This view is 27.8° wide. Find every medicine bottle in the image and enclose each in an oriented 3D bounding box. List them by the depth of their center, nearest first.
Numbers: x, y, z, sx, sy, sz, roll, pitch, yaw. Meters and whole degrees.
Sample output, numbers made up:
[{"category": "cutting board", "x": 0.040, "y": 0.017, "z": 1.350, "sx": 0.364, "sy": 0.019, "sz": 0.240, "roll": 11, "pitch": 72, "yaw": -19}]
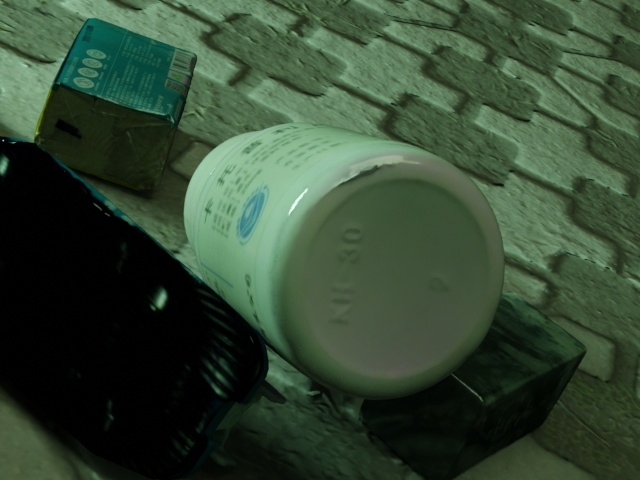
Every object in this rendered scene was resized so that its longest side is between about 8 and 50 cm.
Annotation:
[{"category": "medicine bottle", "x": 0.000, "y": 0.000, "z": 0.944, "sx": 0.170, "sy": 0.170, "sz": 0.293, "roll": 13, "pitch": 5, "yaw": -21}]

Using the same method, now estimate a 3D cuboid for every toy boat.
[{"category": "toy boat", "x": -0.163, "y": 0.044, "z": 0.905, "sx": 0.299, "sy": 0.134, "sz": 0.092, "roll": 38, "pitch": 0, "yaw": 24}]

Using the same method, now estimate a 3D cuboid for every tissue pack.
[{"category": "tissue pack", "x": -0.186, "y": -0.127, "z": 1.192, "sx": 0.120, "sy": 0.082, "sz": 0.169, "roll": 18, "pitch": 28, "yaw": -9}]

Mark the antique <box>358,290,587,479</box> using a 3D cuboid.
[{"category": "antique", "x": 0.126, "y": 0.110, "z": 1.017, "sx": 0.086, "sy": 0.088, "sz": 0.183, "roll": 39, "pitch": 32, "yaw": 25}]
